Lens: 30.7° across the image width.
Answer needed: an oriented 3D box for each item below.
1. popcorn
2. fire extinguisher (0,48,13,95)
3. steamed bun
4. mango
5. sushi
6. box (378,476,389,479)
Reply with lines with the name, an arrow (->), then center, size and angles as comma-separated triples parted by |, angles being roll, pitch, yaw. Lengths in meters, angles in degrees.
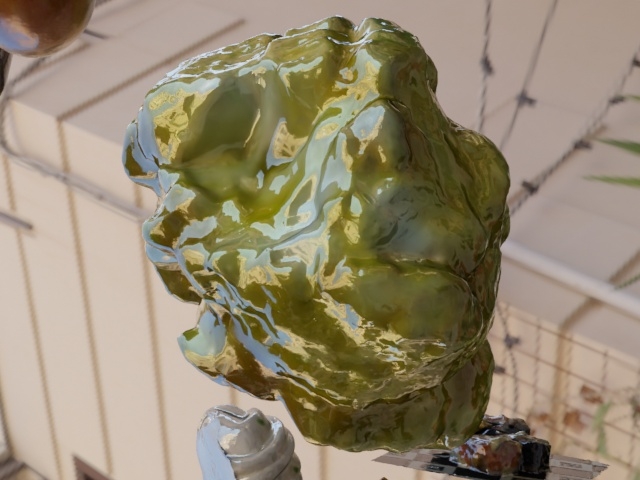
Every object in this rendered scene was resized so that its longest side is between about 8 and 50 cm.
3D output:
popcorn -> 0.010, -0.008, 0.892 | 0.293, 0.334, 0.292 | -37, -32, 19
fire extinguisher -> -0.404, -0.223, 1.410 | 0.072, 0.267, 0.089 | -9, -49, 2
steamed bun -> -0.085, 0.289, 1.486 | 0.106, 0.183, 0.183 | -18, -56, -21
mango -> -0.257, -0.225, 1.028 | 0.113, 0.253, 0.138 | -13, -93, -19
sushi -> 0.162, 0.186, 1.083 | 0.210, 0.193, 0.040 | 6, -90, -68
box -> 0.012, 0.370, 1.107 | 0.274, 0.076, 0.174 | -44, -35, -8
